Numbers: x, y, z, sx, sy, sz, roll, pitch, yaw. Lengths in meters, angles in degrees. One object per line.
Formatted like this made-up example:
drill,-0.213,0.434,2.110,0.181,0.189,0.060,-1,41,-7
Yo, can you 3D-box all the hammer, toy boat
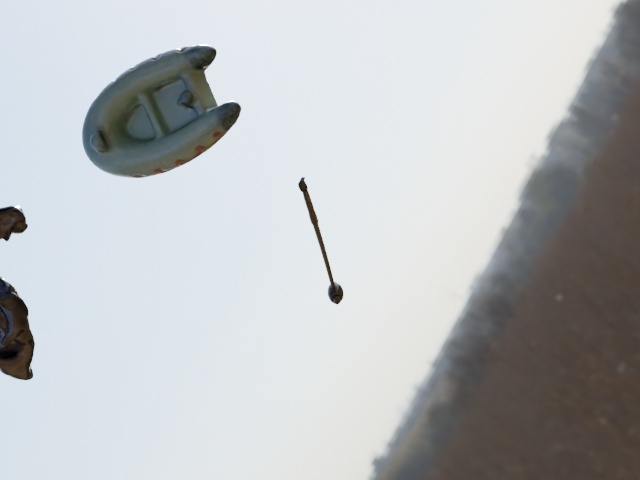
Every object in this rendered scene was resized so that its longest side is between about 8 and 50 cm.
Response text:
hammer,0.000,0.000,1.323,0.029,0.014,0.123,-103,-2,-61
toy boat,-0.199,-0.149,1.857,0.207,0.134,0.079,-24,-1,21

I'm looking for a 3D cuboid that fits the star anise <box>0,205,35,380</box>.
star anise,-0.298,0.004,1.086,0.198,0.258,0.110,-27,12,-24
